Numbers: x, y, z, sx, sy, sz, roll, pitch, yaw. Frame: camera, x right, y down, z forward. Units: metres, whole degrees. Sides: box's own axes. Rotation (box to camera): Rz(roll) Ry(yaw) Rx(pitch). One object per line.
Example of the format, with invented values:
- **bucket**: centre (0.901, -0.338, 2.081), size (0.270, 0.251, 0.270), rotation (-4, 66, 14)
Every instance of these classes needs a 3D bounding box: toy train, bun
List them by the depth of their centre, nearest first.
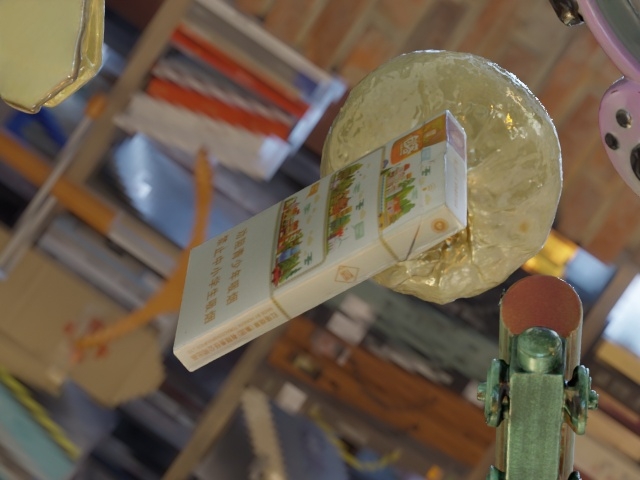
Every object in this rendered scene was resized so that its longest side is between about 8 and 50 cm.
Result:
- **bun**: centre (0.090, -0.042, 1.519), size (0.222, 0.222, 0.127), rotation (-58, 174, 31)
- **toy train**: centre (0.217, 0.170, 1.871), size (0.177, 0.116, 0.285), rotation (-80, 169, -48)

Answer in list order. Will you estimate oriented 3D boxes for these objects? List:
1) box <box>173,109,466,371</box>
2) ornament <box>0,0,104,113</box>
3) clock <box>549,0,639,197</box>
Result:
- **box**: centre (-0.001, -0.001, 1.268), size (0.220, 0.032, 0.122), rotation (-29, -152, 22)
- **ornament**: centre (-0.241, -0.226, 1.580), size (0.180, 0.201, 0.059), rotation (-36, 173, 26)
- **clock**: centre (0.193, -0.144, 0.828), size (0.090, 0.248, 0.227), rotation (-33, -169, -37)
